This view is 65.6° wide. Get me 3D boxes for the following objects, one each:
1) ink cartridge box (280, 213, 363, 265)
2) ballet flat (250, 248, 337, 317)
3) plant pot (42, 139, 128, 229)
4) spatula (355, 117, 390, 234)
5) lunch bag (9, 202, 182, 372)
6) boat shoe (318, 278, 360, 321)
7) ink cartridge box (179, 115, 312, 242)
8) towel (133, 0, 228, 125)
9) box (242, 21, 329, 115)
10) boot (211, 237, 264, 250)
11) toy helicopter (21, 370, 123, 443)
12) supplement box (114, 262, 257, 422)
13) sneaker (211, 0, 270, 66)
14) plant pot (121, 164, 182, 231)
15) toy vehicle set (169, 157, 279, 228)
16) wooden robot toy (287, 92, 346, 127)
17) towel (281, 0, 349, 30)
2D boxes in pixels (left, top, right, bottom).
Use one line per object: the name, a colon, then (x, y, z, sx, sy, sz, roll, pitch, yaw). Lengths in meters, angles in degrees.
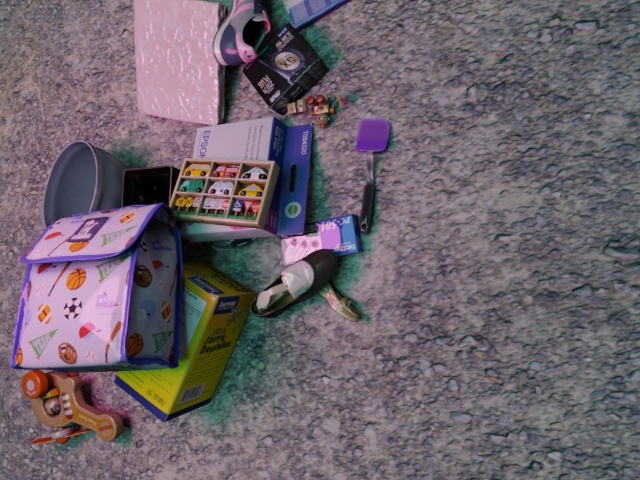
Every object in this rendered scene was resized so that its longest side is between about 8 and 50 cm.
ink cartridge box: (0.000, 0.000, 1.271, 0.206, 0.046, 0.097, -12, 83, 22)
ballet flat: (-0.075, 0.119, 1.238, 0.280, 0.096, 0.095, -42, 68, 29)
plant pot: (-0.645, -0.123, 1.458, 0.292, 0.196, 0.293, -8, 76, 36)
spatula: (0.123, -0.162, 1.236, 0.084, 0.030, 0.297, 3, 88, 21)
lunch bag: (-0.512, 0.105, 1.168, 0.327, 0.239, 0.386, -6, 70, 17)
boat shoe: (0.046, 0.141, 1.239, 0.153, 0.056, 0.048, 43, 108, 27)
ink cartridge box: (-0.194, -0.165, 1.299, 0.329, 0.071, 0.325, -5, 68, 21)
towel: (-0.405, -0.514, 1.422, 0.316, 0.053, 0.332, 15, 112, 22)
box: (-0.094, -0.453, 1.322, 0.180, 0.077, 0.147, -40, 73, 16)
boot: (-0.234, -0.019, 1.350, 0.189, 0.086, 0.069, -17, 80, 21)
toy helicopter: (-0.752, 0.535, 1.515, 0.354, 0.140, 0.235, 14, 94, 21)
supplement box: (-0.356, 0.258, 1.327, 0.194, 0.195, 0.357, 28, 98, 22)
sneaker: (-0.173, -0.604, 1.325, 0.131, 0.112, 0.319, 10, 77, 29)
plant pot: (-0.425, -0.096, 1.388, 0.187, 0.167, 0.188, 0, 86, 30)
toy vehicle set: (-0.245, -0.121, 1.242, 0.266, 0.035, 0.166, 5, 72, 21)
wooden robot toy: (-0.008, -0.330, 1.285, 0.173, 0.076, 0.079, -3, 96, 23)
towel: (-0.030, -0.730, 1.338, 0.209, 0.034, 0.285, -23, 80, 18)
